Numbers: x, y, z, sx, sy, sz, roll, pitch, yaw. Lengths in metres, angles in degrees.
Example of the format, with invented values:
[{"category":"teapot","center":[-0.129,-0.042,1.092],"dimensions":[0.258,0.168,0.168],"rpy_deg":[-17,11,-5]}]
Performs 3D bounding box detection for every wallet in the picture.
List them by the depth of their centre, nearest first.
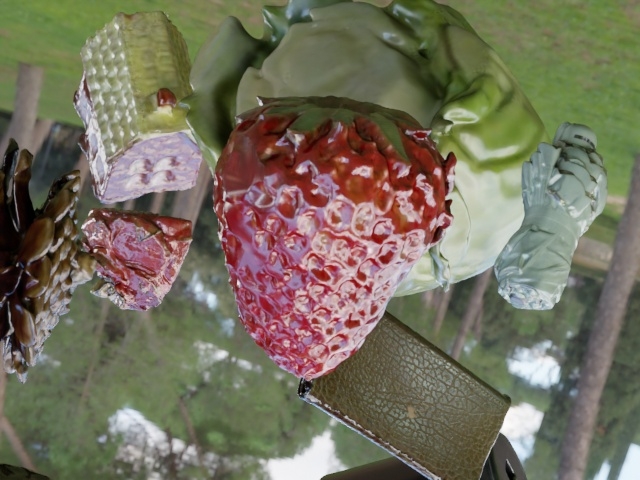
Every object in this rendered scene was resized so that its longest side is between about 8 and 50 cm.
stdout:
[{"category":"wallet","center":[0.090,0.162,0.996],"dimensions":[0.243,0.133,0.039],"rpy_deg":[36,152,-24]}]

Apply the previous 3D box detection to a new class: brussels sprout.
[{"category":"brussels sprout","center":[0.070,-0.101,1.180],"dimensions":[0.425,0.342,0.361],"rpy_deg":[36,164,38]}]

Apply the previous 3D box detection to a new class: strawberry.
[{"category":"strawberry","center":[0.000,0.000,0.824],"dimensions":[0.205,0.244,0.205],"rpy_deg":[7,-161,-3]}]

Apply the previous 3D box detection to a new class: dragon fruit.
[{"category":"dragon fruit","center":[-0.414,0.037,1.972],"dimensions":[0.152,0.205,0.317],"rpy_deg":[11,175,-39]}]

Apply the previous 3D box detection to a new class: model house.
[{"category":"model house","center":[-0.244,-0.191,1.344],"dimensions":[0.160,0.196,0.254],"rpy_deg":[-7,163,-23]}]

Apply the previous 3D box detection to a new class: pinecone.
[{"category":"pinecone","center":[-0.363,0.010,0.980],"dimensions":[0.264,0.264,0.264],"rpy_deg":[18,-176,-1]}]

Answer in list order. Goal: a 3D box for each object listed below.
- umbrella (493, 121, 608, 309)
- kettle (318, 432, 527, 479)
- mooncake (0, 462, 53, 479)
[{"category":"umbrella","center":[0.161,-0.019,0.668],"dimensions":[0.067,0.143,0.062],"rpy_deg":[30,161,-23]},{"category":"kettle","center":[0.177,0.456,1.508],"dimensions":[0.308,0.262,0.203],"rpy_deg":[-22,168,20]},{"category":"mooncake","center":[-0.451,0.447,1.335],"dimensions":[0.290,0.161,0.290],"rpy_deg":[29,-165,-9]}]
